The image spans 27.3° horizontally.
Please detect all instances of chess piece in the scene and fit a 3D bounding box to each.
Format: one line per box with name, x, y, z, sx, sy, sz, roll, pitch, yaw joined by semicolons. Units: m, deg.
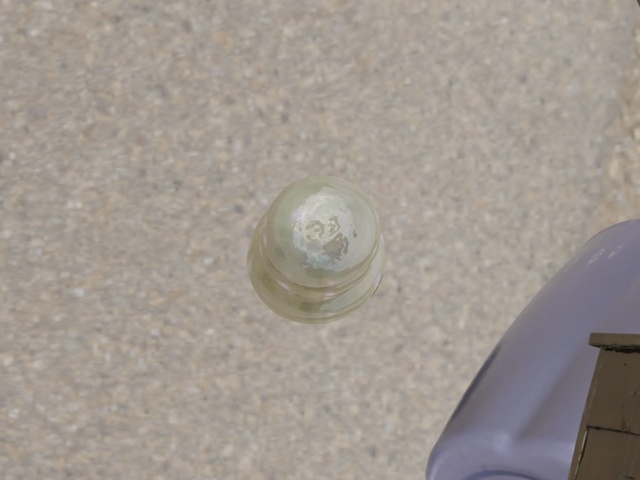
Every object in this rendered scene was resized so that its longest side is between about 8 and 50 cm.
chess piece;0.000;0.000;1.237;0.142;0.261;0.143;0;81;-2

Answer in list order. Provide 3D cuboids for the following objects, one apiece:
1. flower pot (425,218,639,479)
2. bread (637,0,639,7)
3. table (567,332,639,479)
flower pot;0.194;0.149;0.815;0.243;0.265;0.265;-33;108;-42
bread;0.237;-0.147;0.642;0.070;0.236;0.236;-37;111;-16
table;0.137;0.082;0.472;0.070;0.083;0.082;17;82;-15
